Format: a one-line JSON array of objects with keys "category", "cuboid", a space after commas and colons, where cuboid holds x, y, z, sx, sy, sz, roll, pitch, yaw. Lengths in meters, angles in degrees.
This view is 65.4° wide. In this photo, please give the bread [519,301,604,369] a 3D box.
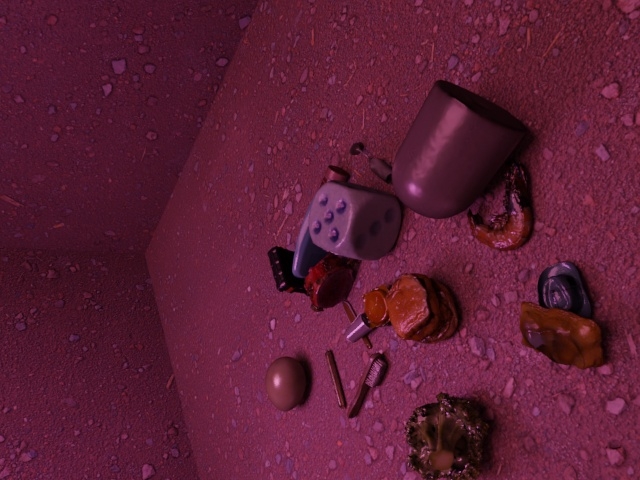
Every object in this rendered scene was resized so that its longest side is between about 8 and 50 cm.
[{"category": "bread", "cuboid": [0.648, 0.265, 1.367, 0.233, 0.088, 0.160, 7, 129, 51]}]

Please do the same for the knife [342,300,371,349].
[{"category": "knife", "cuboid": [0.144, 0.350, 2.084, 0.046, 0.022, 0.256, -59, 45, 35]}]

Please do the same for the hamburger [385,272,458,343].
[{"category": "hamburger", "cuboid": [0.348, 0.237, 1.731, 0.244, 0.163, 0.244, -15, 72, 57]}]

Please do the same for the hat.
[{"category": "hat", "cuboid": [0.669, 0.152, 1.394, 0.138, 0.078, 0.190, -28, 64, 49]}]

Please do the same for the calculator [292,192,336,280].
[{"category": "calculator", "cuboid": [0.000, 0.000, 2.118, 0.054, 0.256, 0.386, 28, 105, 38]}]

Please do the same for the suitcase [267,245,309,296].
[{"category": "suitcase", "cuboid": [-0.102, 0.142, 2.206, 0.066, 0.286, 0.206, -34, 60, 28]}]

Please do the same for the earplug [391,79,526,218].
[{"category": "earplug", "cuboid": [0.404, -0.263, 1.590, 0.312, 0.313, 0.394, 55, 128, 39]}]

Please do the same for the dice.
[{"category": "dice", "cuboid": [0.133, -0.082, 1.948, 0.265, 0.268, 0.262, 28, 107, 50]}]

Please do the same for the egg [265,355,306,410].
[{"category": "egg", "cuboid": [-0.161, 0.663, 2.304, 0.189, 0.189, 0.253, 7, 102, 52]}]

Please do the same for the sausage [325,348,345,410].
[{"category": "sausage", "cuboid": [0.062, 0.597, 2.152, 0.033, 0.033, 0.269, -40, 56, 42]}]

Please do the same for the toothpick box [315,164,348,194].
[{"category": "toothpick box", "cuboid": [0.050, -0.245, 2.205, 0.098, 0.098, 0.148, 50, 125, 42]}]

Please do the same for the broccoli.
[{"category": "broccoli", "cuboid": [0.402, 0.633, 1.577, 0.260, 0.236, 0.288, -142, 57, -74]}]

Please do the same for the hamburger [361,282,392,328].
[{"category": "hamburger", "cuboid": [0.243, 0.252, 1.912, 0.190, 0.093, 0.164, -21, 72, 50]}]

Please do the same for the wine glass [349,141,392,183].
[{"category": "wine glass", "cuboid": [0.216, -0.314, 2.028, 0.262, 0.074, 0.074, 50, 124, 40]}]

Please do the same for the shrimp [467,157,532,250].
[{"category": "shrimp", "cuboid": [0.562, -0.113, 1.577, 0.222, 0.054, 0.290, 4, 93, 52]}]

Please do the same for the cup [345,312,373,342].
[{"category": "cup", "cuboid": [0.157, 0.345, 2.020, 0.116, 0.074, 0.104, -47, 30, 26]}]

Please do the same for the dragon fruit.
[{"category": "dragon fruit", "cuboid": [0.033, 0.165, 2.116, 0.147, 0.211, 0.282, 35, 87, 41]}]

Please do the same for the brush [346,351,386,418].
[{"category": "brush", "cuboid": [0.184, 0.590, 1.979, 0.065, 0.070, 0.327, 37, 117, 36]}]
